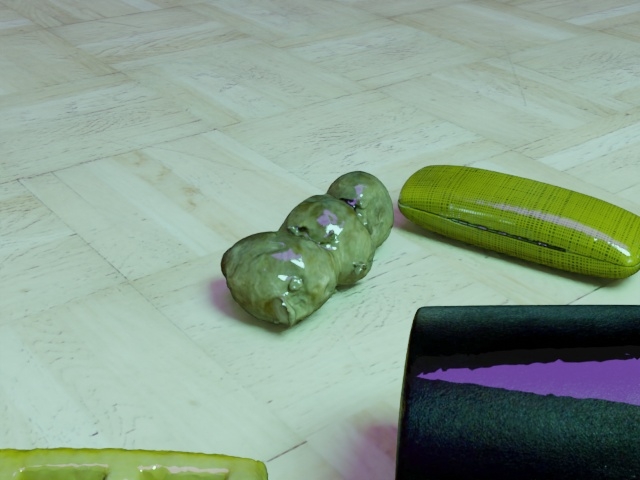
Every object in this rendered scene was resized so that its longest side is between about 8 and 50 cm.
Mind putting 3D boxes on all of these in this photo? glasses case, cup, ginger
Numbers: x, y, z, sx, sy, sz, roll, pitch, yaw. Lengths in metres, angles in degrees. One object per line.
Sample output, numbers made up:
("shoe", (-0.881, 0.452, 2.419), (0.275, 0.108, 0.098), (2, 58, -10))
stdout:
("glasses case", (0.187, -0.020, 0.834), (0.234, 0.064, 0.079), (17, 35, 25))
("cup", (0.145, 0.126, 0.540), (0.177, 0.239, 0.165), (2, 71, 12))
("ginger", (0.000, 0.000, 0.774), (0.104, 0.080, 0.204), (16, 34, 34))

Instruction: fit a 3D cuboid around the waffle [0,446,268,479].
("waffle", (-0.141, 0.196, 0.443), (0.221, 0.055, 0.247), (1, 29, -1))
